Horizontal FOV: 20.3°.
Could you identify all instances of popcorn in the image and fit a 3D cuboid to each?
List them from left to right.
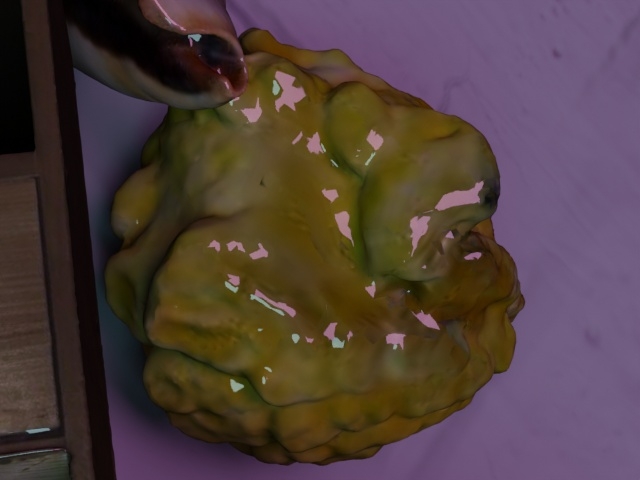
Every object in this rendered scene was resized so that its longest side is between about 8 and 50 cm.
[{"bbox_3d":[-0.005,0.000,0.701,0.173,0.142,0.173,0,92,-12],"label":"popcorn"}]

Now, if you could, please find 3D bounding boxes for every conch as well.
[{"bbox_3d":[-0.086,-0.096,0.652,0.094,0.176,0.104,-17,131,-3],"label":"conch"}]

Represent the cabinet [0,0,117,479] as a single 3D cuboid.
[{"bbox_3d":[-0.151,0.012,0.509,0.174,0.148,0.215,-7,65,-5],"label":"cabinet"}]
